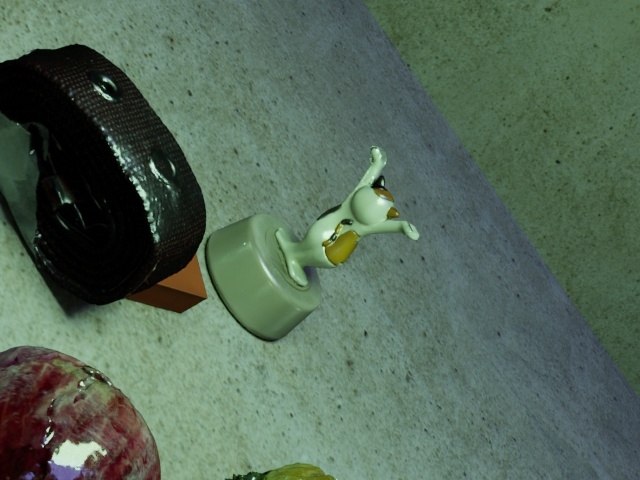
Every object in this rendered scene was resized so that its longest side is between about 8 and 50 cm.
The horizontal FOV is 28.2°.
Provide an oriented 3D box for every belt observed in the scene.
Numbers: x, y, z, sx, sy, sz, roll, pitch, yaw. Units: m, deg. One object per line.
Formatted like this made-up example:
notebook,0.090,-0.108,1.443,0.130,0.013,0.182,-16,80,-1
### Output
belt,-0.250,-0.079,1.414,0.289,0.184,0.164,59,31,1

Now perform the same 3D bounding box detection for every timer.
timer,0.000,0.000,1.723,0.175,0.266,0.175,45,26,-29

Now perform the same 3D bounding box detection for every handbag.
handbag,-0.215,-0.013,1.573,0.127,0.063,0.190,21,46,-55

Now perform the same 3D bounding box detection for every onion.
onion,-0.239,0.207,1.126,0.227,0.120,0.283,36,30,-12

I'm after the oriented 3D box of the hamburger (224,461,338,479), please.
hamburger,-0.010,0.386,1.383,0.309,0.132,0.211,62,20,5
